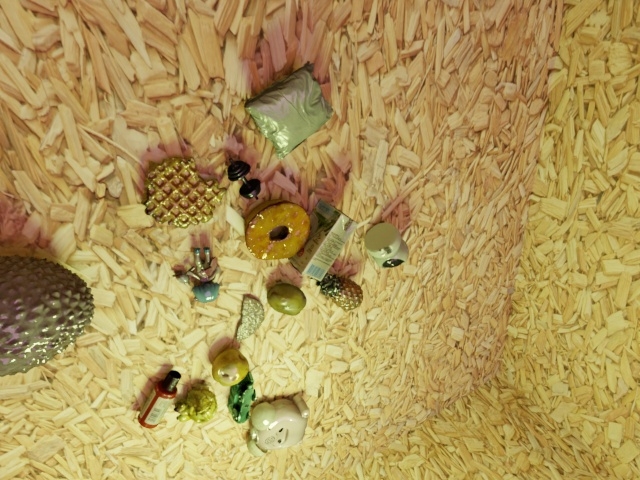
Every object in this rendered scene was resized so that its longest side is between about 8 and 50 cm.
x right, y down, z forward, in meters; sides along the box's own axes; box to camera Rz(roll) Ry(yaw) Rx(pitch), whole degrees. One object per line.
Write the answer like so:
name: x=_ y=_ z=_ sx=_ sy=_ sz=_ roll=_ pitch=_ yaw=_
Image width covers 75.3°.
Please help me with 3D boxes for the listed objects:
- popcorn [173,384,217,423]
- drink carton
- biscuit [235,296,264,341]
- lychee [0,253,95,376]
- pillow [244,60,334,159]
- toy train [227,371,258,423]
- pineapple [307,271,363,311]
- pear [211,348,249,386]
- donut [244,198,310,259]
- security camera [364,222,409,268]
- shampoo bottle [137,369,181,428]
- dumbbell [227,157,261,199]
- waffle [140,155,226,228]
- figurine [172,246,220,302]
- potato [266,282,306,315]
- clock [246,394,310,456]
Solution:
popcorn: x=-0.593 y=0.809 z=2.001 sx=0.195 sy=0.168 sz=0.173 roll=-38 pitch=167 yaw=5
drink carton: x=0.000 y=0.001 z=1.889 sx=0.132 sy=0.194 sz=0.325 roll=27 pitch=100 yaw=-41
biscuit: x=-0.333 y=0.377 z=2.001 sx=0.133 sy=0.032 sz=0.250 roll=1 pitch=114 yaw=-34
lychee: x=-0.957 y=0.236 z=1.313 sx=0.432 sy=0.380 sz=0.380 roll=-12 pitch=123 yaw=-48
pillow: x=-0.103 y=-0.491 z=1.588 sx=0.310 sy=0.138 sz=0.283 roll=-37 pitch=138 yaw=-6
toy train: x=-0.404 y=0.809 z=2.121 sx=0.115 sy=0.154 sz=0.269 roll=-2 pitch=117 yaw=-32
pineapple: x=0.067 y=0.233 z=2.091 sx=0.340 sy=0.169 sz=0.169 roll=36 pitch=94 yaw=-37
pear: x=-0.436 y=0.610 z=1.983 sx=0.178 sy=0.178 sz=0.178 roll=-15 pitch=123 yaw=-25
donut: x=-0.196 y=-0.052 z=1.792 sx=0.303 sy=0.110 sz=0.303 roll=-15 pitch=123 yaw=-24
security camera: x=0.352 y=0.044 z=2.144 sx=0.194 sy=0.194 sz=0.236 roll=-44 pitch=135 yaw=-3
shampoo bottle: x=-0.728 y=0.719 z=1.900 sx=0.104 sy=0.104 sz=0.278 roll=25 pitch=101 yaw=-39
dumbbell: x=-0.299 y=-0.238 z=1.630 sx=0.099 sy=0.099 sz=0.208 roll=-38 pitch=130 yaw=-8
waffle: x=-0.515 y=-0.180 z=1.556 sx=0.300 sy=0.058 sz=0.282 roll=19 pitch=106 yaw=-39
figurine: x=-0.501 y=0.152 z=1.721 sx=0.205 sy=0.103 sz=0.260 roll=-11 pitch=122 yaw=-27
potato: x=-0.161 y=0.282 z=1.985 sx=0.154 sy=0.137 sz=0.200 roll=-48 pitch=131 yaw=1
clock: x=-0.249 y=1.054 z=2.354 sx=0.325 sy=0.184 sz=0.342 roll=0 pitch=111 yaw=-27
